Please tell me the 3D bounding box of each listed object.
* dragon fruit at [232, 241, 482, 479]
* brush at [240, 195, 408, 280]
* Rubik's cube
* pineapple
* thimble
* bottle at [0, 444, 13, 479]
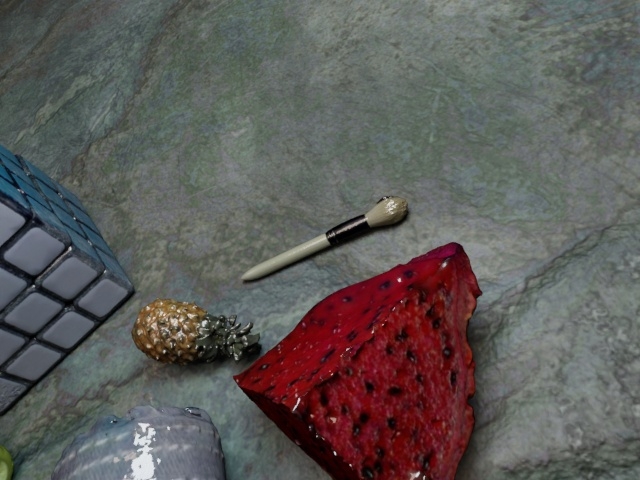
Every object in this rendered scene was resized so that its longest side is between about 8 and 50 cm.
[{"bbox_3d":[0.077,0.144,0.644,0.302,0.240,0.330,40,89,17],"label":"dragon fruit"},{"bbox_3d":[0.000,0.000,0.883,0.299,0.042,0.039,-23,58,11],"label":"brush"},{"bbox_3d":[-0.597,0.035,0.944,0.344,0.337,0.344,-46,55,-6],"label":"Rubik's cube"},{"bbox_3d":[-0.184,0.145,0.844,0.197,0.108,0.108,6,64,19],"label":"pineapple"},{"bbox_3d":[-0.230,0.324,0.702,0.236,0.205,0.172,-42,44,28],"label":"thimble"},{"bbox_3d":[-0.623,0.344,0.911,0.260,0.112,0.112,15,68,30],"label":"bottle"}]
